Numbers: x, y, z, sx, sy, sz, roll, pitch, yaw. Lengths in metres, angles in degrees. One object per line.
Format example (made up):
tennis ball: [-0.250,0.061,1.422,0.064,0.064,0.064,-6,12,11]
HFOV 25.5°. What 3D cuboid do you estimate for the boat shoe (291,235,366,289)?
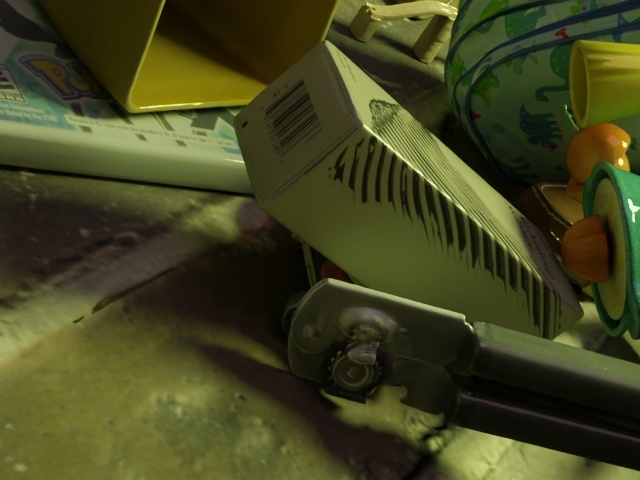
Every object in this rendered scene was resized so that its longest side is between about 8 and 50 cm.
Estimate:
boat shoe: [0.000,0.000,1.057,0.049,0.043,0.137,33,24,-41]

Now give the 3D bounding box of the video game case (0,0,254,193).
video game case: [-0.169,-0.155,1.115,0.329,0.036,0.300,5,41,-42]

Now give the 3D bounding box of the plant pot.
plant pot: [-0.108,-0.237,1.076,0.187,0.212,0.212,34,25,27]

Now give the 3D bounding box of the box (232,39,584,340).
box: [0.067,-0.015,1.017,0.275,0.094,0.113,36,23,-38]

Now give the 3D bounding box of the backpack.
backpack: [0.291,-0.187,1.331,0.355,0.273,0.290,9,-25,31]

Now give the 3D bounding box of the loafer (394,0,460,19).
loafer: [0.134,-0.287,1.612,0.056,0.050,0.148,39,29,5]

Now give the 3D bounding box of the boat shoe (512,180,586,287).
boat shoe: [0.324,-0.013,1.336,0.324,0.120,0.122,12,36,-36]

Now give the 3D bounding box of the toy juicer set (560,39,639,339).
toy juicer set: [0.229,0.023,1.119,0.089,0.209,0.329,-5,65,-2]

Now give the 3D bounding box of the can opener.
can opener: [0.113,0.083,0.970,0.283,0.076,0.095,15,20,-7]

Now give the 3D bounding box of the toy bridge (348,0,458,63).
toy bridge: [0.122,-0.217,1.484,0.188,0.063,0.026,13,36,-34]
